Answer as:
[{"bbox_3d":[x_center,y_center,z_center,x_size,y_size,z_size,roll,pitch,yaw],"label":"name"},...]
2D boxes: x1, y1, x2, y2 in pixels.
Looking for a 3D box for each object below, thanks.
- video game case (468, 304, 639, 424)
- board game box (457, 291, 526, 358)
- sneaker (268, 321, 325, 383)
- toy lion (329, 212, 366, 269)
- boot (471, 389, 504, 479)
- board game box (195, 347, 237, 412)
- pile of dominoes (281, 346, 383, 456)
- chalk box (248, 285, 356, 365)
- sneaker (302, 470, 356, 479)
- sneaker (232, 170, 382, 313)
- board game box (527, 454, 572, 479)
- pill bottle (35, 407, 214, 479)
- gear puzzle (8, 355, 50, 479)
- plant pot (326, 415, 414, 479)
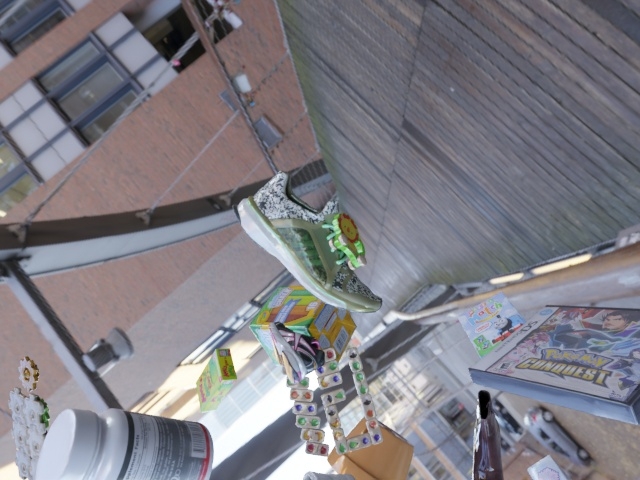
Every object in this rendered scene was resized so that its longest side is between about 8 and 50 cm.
[{"bbox_3d":[0.423,0.179,0.721,0.274,0.248,0.035,-12,103,63],"label":"video game case"},{"bbox_3d":[0.511,0.257,1.296,0.039,0.160,0.212,52,-168,-24],"label":"board game box"},{"bbox_3d":[-0.043,0.204,0.837,0.178,0.077,0.072,-142,40,-61],"label":"sneaker"},{"bbox_3d":[0.058,-0.005,0.903,0.100,0.034,0.096,47,-144,-24],"label":"toy lion"},{"bbox_3d":[0.456,0.573,1.234,0.248,0.090,0.207,-55,-46,-56],"label":"boot"},{"bbox_3d":[-0.288,0.384,1.216,0.043,0.181,0.092,5,-136,-35],"label":"board game box"},{"bbox_3d":[0.028,0.388,1.062,0.040,0.195,0.252,116,138,-80],"label":"pile of dominoes"},{"bbox_3d":[-0.075,0.255,1.326,0.288,0.180,0.179,-6,124,36],"label":"chalk box"},{"bbox_3d":[0.048,0.667,1.052,0.169,0.108,0.292,23,-178,-26],"label":"sneaker"},{"bbox_3d":[0.000,0.000,1.002,0.410,0.182,0.158,40,-167,-1],"label":"sneaker"},{"bbox_3d":[0.602,0.661,0.914,0.319,0.065,0.318,47,-169,-26],"label":"board game box"},{"bbox_3d":[-0.363,0.415,0.849,0.283,0.161,0.161,31,-173,-40],"label":"pill bottle"},{"bbox_3d":[-0.722,0.454,1.121,0.175,0.340,0.044,1,-174,33],"label":"gear puzzle"},{"bbox_3d":[0.195,0.755,1.555,0.290,0.204,0.291,31,169,7],"label":"plant pot"}]
